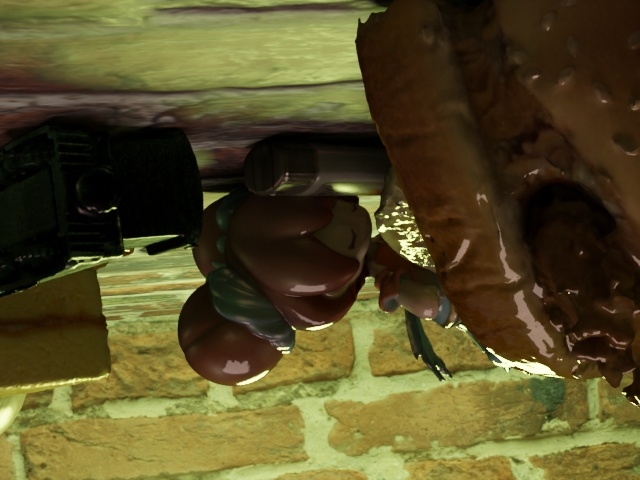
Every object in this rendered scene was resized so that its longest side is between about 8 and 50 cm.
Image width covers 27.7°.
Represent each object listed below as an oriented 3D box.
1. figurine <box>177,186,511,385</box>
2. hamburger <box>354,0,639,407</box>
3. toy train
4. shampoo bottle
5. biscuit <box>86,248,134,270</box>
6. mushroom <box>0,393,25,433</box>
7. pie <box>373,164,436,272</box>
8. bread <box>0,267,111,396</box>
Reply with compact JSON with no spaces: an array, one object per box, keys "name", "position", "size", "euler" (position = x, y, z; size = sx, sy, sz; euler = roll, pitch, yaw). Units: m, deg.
[{"name":"figurine","position":[0.045,0.036,1.507],"size":[0.388,0.276,0.248],"euler":[12,127,-8]},{"name":"hamburger","position":[0.241,-0.018,0.944],"size":[0.268,0.287,0.445],"euler":[-15,159,34]},{"name":"toy train","position":[-0.252,-0.021,1.269],"size":[0.178,0.138,0.330],"euler":[-6,175,-35]},{"name":"shampoo bottle","position":[0.035,-0.075,1.368],"size":[0.227,0.055,0.086],"euler":[-1,174,-36]},{"name":"biscuit","position":[-0.393,0.006,1.647],"size":[0.314,0.063,0.367],"euler":[-9,172,2]},{"name":"mushroom","position":[-0.592,0.198,1.832],"size":[0.336,0.314,0.314],"euler":[-40,167,7]},{"name":"pie","position":[0.217,-0.044,1.271],"size":[0.339,0.077,0.339],"euler":[-4,148,-2]},{"name":"bread","position":[-0.378,0.105,1.582],"size":[0.264,0.167,0.163],"euler":[-8,173,-20]}]
